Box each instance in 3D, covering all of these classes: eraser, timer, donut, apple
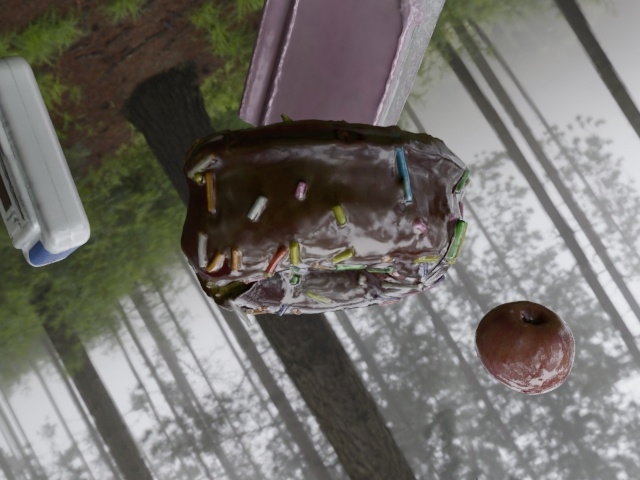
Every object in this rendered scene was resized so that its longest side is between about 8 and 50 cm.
[{"bbox_3d":[0.023,-0.305,1.127,0.122,0.272,0.359,-36,156,-45],"label":"eraser"},{"bbox_3d":[-0.393,-0.095,0.885,0.078,0.253,0.178,-22,-179,-35],"label":"timer"},{"bbox_3d":[0.000,-0.001,0.491,0.216,0.095,0.230,3,160,-20],"label":"donut"},{"bbox_3d":[0.318,0.161,1.050,0.153,0.153,0.119,-24,138,-45],"label":"apple"}]

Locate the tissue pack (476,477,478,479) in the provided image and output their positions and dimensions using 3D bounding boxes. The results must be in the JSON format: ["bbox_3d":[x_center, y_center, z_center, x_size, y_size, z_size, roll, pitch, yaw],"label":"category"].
[{"bbox_3d":[0.365,0.535,1.252,0.026,0.193,0.122,-38,-161,2],"label":"tissue pack"}]
